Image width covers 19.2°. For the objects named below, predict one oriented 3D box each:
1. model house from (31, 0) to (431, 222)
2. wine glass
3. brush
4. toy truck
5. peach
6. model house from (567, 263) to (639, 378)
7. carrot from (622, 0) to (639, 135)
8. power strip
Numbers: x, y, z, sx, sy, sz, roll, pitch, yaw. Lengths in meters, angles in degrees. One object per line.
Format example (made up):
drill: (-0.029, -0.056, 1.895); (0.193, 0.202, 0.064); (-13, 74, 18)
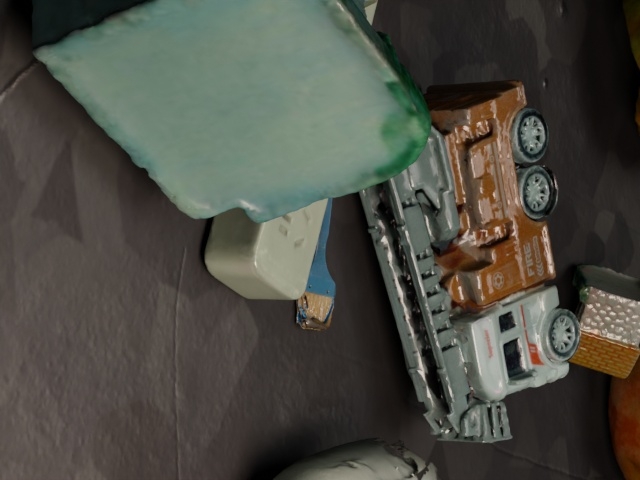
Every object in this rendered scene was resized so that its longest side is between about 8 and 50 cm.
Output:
model house: (-0.067, -0.195, 1.473); (0.280, 0.230, 0.249); (50, 27, -46)
wine glass: (-0.020, 0.260, 1.580); (0.321, 0.143, 0.143); (-15, 103, -55)
brush: (0.000, 0.000, 1.714); (0.051, 0.014, 0.164); (14, 78, -56)
toy truck: (0.132, 0.029, 1.808); (0.184, 0.133, 0.338); (-21, 105, -43)
peach: (0.430, 0.195, 2.182); (0.214, 0.214, 0.235); (-50, 119, -42)
model house: (0.315, 0.090, 2.119); (0.101, 0.087, 0.100); (-82, -172, -72)
carrot: (0.459, -0.231, 2.162); (0.241, 0.340, 0.242); (33, 42, -35)
power strip: (-0.013, -0.137, 1.651); (0.091, 0.062, 0.385); (39, 60, -52)
